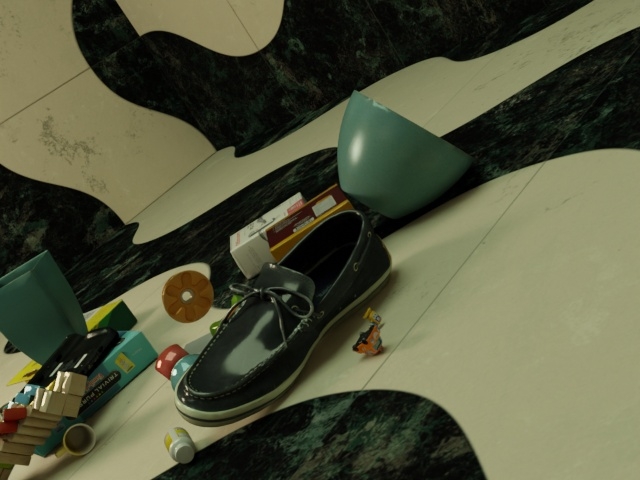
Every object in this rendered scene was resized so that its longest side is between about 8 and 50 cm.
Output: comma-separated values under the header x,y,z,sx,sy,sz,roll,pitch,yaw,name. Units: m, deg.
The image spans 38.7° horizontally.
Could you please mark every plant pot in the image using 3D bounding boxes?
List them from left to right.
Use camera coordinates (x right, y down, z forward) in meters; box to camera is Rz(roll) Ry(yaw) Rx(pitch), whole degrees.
x,y,z,sx,sy,sz,roll,pitch,yaw,name
-0.684,0.181,2.224,0.166,0.234,0.165,-30,15,4,plant pot
0.149,-0.160,1.917,0.195,0.290,0.290,-60,13,8,plant pot

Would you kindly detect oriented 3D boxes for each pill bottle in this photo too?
x,y,z,sx,sy,sz,roll,pitch,yaw,name
-0.230,0.339,1.498,0.043,0.043,0.083,-36,16,-11,pill bottle

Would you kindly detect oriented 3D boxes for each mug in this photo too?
x,y,z,sx,sy,sz,roll,pitch,yaw,name
-0.491,0.395,1.813,0.078,0.062,0.064,-4,-5,-23,mug

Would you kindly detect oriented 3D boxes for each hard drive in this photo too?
x,y,z,sx,sy,sz,roll,pitch,yaw,name
-0.237,0.221,1.911,0.135,0.022,0.094,-28,16,20,hard drive

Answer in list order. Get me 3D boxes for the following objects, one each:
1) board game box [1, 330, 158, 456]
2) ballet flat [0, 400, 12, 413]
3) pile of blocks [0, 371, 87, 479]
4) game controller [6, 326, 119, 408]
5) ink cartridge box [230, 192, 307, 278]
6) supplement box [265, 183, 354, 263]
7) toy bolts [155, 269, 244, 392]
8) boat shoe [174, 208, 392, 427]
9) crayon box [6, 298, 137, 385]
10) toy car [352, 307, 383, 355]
x,y,z,sx,sy,sz,roll,pitch,yaw,name
-0.563,0.341,2.091,0.336,0.079,0.254,-42,18,-29,board game box
-0.760,0.429,2.237,0.213,0.072,0.068,-27,12,23,ballet flat
-0.622,0.371,1.795,0.362,0.113,0.149,-47,56,8,pile of blocks
-0.563,0.293,2.006,0.167,0.067,0.319,-12,22,18,game controller
-0.113,-0.013,2.255,0.218,0.092,0.158,-34,15,4,ink cartridge box
0.000,0.000,1.913,0.191,0.129,0.194,-33,15,2,supplement box
-0.209,0.184,1.686,0.228,0.218,0.158,-56,27,-12,toy bolts
-0.066,0.119,1.562,0.187,0.156,0.500,22,51,39,boat shoe
-0.655,0.296,2.410,0.202,0.081,0.318,-20,20,39,crayon box
0.090,0.142,1.462,0.060,0.041,0.122,-48,7,35,toy car
